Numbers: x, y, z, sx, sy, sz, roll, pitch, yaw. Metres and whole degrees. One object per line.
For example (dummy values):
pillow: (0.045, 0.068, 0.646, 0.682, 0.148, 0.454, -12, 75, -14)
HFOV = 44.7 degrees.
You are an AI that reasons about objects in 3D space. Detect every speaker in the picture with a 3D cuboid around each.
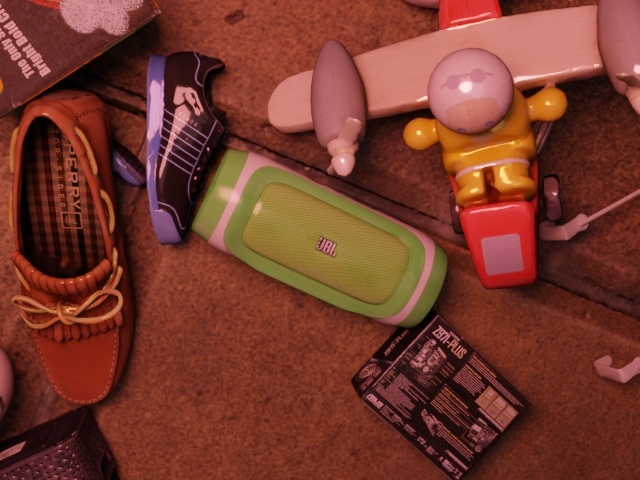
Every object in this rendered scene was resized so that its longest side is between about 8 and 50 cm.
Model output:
speaker: (0.000, 0.000, 0.949, 0.296, 0.131, 0.131, 25, 94, -10)

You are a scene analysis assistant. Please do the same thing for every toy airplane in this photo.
toy airplane: (0.177, -0.184, 0.867, 0.384, 0.272, 0.386, 38, 105, 9)

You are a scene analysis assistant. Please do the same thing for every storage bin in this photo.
storage bin: (-0.353, 0.287, 0.941, 0.180, 0.122, 0.084, -23, 101, -4)

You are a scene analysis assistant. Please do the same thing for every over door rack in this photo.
over door rack: (0.486, 0.025, 1.027, 0.324, 0.108, 0.240, -25, 100, -3)

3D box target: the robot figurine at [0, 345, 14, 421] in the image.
robot figurine: (-0.489, 0.143, 0.876, 0.278, 0.209, 0.174, 34, 79, -10)

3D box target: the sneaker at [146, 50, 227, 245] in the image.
sneaker: (-0.158, -0.109, 0.934, 0.090, 0.081, 0.232, 0, 97, 0)

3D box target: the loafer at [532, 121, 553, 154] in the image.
loafer: (0.264, -0.123, 1.010, 0.039, 0.045, 0.125, 21, 97, -3)

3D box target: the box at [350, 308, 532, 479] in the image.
box: (0.156, 0.198, 1.020, 0.180, 0.077, 0.147, 42, 91, -11)

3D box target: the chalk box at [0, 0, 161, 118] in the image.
chalk box: (-0.344, -0.250, 0.823, 0.289, 0.179, 0.180, -32, 119, -2)

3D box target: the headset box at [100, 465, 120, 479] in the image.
headset box: (-0.305, 0.468, 0.978, 0.218, 0.110, 0.293, -23, 100, -5)

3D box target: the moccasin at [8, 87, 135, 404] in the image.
moccasin: (-0.281, 0.025, 0.881, 0.139, 0.147, 0.380, 7, 113, -4)

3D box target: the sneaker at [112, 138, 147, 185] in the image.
sneaker: (-0.275, -0.101, 0.936, 0.144, 0.053, 0.059, 32, 98, -6)
